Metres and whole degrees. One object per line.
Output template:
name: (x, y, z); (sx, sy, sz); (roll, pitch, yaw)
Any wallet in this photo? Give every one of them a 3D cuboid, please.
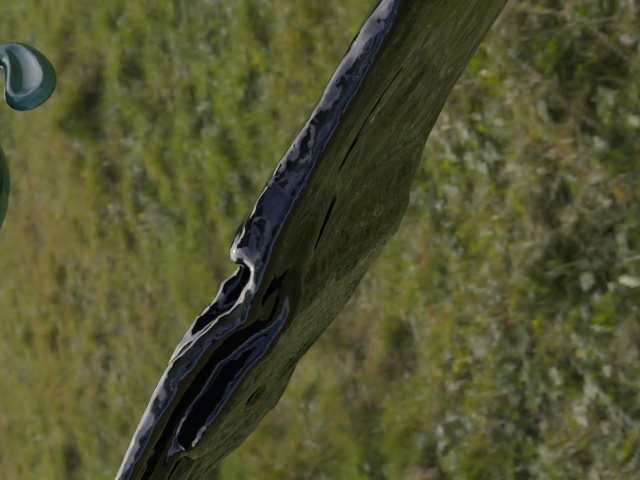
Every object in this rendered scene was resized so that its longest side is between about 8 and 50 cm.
wallet: (0.000, 0.000, 0.604); (0.041, 0.247, 0.323); (31, 110, 8)

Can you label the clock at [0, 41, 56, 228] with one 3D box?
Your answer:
clock: (-0.192, -0.016, 0.527); (0.148, 0.188, 0.060); (23, 154, 38)
